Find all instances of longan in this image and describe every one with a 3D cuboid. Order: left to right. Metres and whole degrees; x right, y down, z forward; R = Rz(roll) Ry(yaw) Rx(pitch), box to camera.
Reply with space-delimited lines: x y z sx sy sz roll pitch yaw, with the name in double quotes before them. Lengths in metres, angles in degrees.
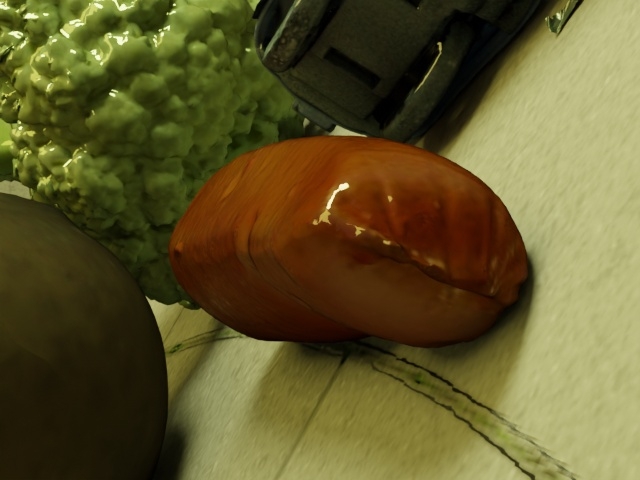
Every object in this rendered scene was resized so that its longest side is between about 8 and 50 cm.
"longan" -0.221 0.107 0.954 0.243 0.300 0.300 1 54 36

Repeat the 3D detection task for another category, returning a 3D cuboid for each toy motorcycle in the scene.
"toy motorcycle" 0.082 -0.197 0.811 0.358 0.125 0.212 -50 11 47

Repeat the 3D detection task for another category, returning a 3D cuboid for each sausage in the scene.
"sausage" -0.001 0.000 0.734 0.094 0.097 0.348 -69 15 -9

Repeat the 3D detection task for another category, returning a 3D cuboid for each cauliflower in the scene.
"cauliflower" -0.132 -0.113 1.141 0.281 0.260 0.327 177 94 -71

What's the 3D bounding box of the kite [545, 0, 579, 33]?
"kite" 0.153 -0.158 0.715 0.156 0.011 0.139 -53 12 25
